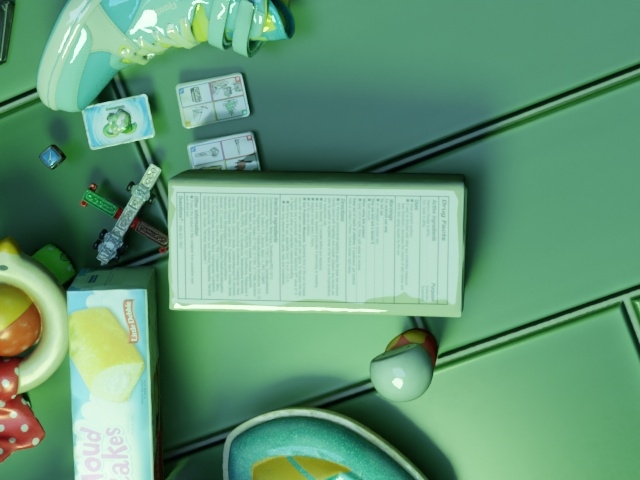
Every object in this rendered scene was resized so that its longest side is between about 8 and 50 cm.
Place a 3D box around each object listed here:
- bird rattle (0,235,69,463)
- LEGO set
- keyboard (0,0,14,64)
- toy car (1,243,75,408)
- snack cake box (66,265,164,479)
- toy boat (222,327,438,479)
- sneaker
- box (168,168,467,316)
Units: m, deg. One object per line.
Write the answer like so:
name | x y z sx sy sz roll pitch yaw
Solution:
bird rattle | -0.369 0.112 1.692 0.207 0.143 0.253 -35 92 8
LEGO set | -0.187 -0.076 1.733 0.244 0.060 0.182 -12 93 4
keyboard | -0.437 -0.269 1.757 0.180 0.023 0.108 13 108 9
toy car | -0.380 0.091 1.785 0.225 0.053 0.239 -42 89 15
snack cake box | -0.226 0.169 1.708 0.089 0.152 0.264 -2 98 -3
toy boat | 0.035 0.236 1.673 0.267 0.148 0.318 29 104 6
sneaker | -0.152 -0.228 1.650 0.208 0.127 0.319 38 104 5
box | 0.000 0.000 1.639 0.311 0.121 0.148 2 98 5
